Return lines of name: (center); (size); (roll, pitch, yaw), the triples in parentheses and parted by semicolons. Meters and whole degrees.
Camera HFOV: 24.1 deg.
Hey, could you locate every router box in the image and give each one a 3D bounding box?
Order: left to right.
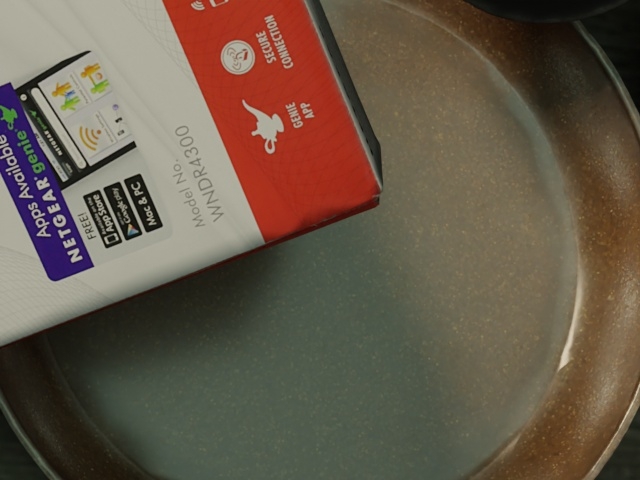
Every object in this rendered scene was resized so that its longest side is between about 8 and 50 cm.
router box: (-0.176, -0.117, 0.522); (0.301, 0.082, 0.335); (-22, 105, 7)

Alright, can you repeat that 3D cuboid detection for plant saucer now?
plant saucer: (0.000, 0.000, 0.661); (0.310, 0.050, 0.311); (2, 79, -10)

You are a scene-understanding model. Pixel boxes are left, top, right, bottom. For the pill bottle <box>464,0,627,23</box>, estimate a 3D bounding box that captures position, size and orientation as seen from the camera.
pill bottle: (0.100, -0.210, 0.657); (0.122, 0.123, 0.219); (10, 61, -8)
